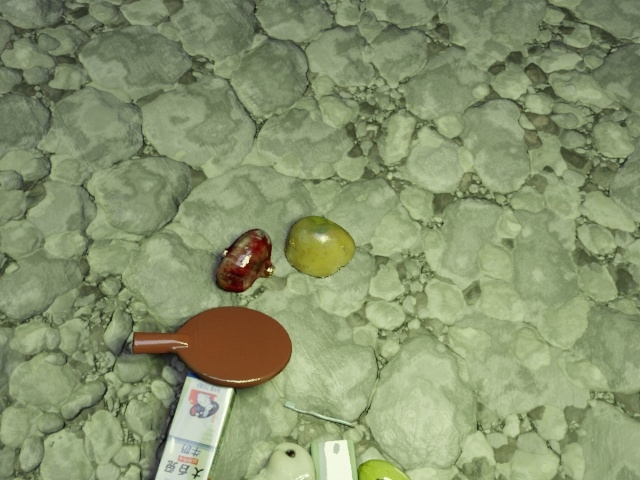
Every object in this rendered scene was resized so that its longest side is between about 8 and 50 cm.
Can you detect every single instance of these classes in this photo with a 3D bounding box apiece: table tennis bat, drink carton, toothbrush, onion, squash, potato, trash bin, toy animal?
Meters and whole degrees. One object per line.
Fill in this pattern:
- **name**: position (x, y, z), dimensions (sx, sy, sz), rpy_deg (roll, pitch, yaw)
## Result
- **table tennis bat**: position (-0.277, 0.270, 1.935), dimensions (0.414, 0.051, 0.268), rpy_deg (3, 40, -13)
- **drink carton**: position (-0.313, 0.503, 1.859), dimensions (0.130, 0.106, 0.315), rpy_deg (12, 66, 4)
- **toothbrush**: position (-0.003, 0.457, 1.950), dimensions (0.193, 0.013, 0.019), rpy_deg (17, 57, 5)
- **onion**: position (-0.203, 0.051, 2.077), dimensions (0.151, 0.098, 0.206), rpy_deg (23, 65, 8)
- **squash**: position (0.169, 0.618, 1.835), dimensions (0.186, 0.123, 0.123), rpy_deg (42, 69, 17)
- **potato**: position (0.000, 0.000, 2.109), dimensions (0.202, 0.117, 0.182), rpy_deg (18, 62, 5)
- **trash bin**: position (0.034, 0.575, 1.874), dimensions (0.116, 0.059, 0.130), rpy_deg (-4, 64, -5)
- **toy animal**: position (-0.140, 0.641, 1.752), dimensions (0.357, 0.194, 0.258), rpy_deg (-38, 28, -20)

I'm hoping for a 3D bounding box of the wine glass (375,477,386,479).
- **wine glass**: position (0.117, 0.755, 1.634), dimensions (0.267, 0.267, 0.406), rpy_deg (27, 82, 8)
